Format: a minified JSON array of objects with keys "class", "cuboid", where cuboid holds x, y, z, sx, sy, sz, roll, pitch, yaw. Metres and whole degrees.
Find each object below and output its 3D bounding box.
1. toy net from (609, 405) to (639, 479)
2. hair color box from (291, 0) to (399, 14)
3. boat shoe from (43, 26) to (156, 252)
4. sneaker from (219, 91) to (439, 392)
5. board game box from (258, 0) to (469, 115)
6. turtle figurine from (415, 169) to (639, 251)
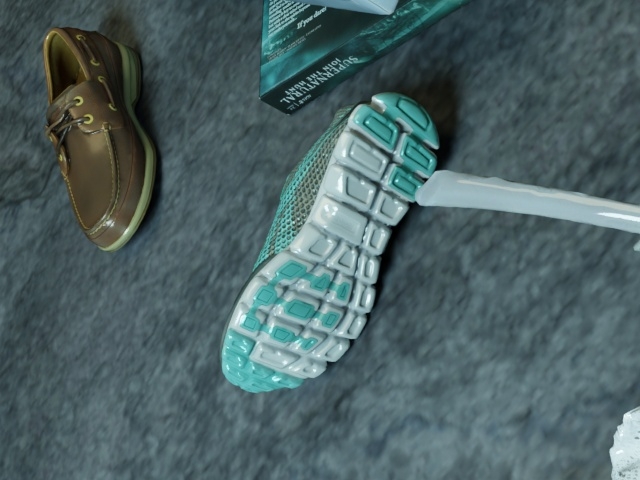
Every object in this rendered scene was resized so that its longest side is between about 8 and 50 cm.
[{"class":"toy net","cuboid":[0.148,0.149,0.471,0.045,0.232,0.122,-33,0,-31]},{"class":"hair color box","cuboid":[-0.032,-0.237,0.936,0.185,0.113,0.374,-62,22,0]},{"class":"boat shoe","cuboid":[-0.147,-0.067,1.079,0.064,0.060,0.178,-41,41,28]},{"class":"sneaker","cuboid":[0.000,0.000,0.870,0.166,0.065,0.076,-58,19,1]},{"class":"board game box","cuboid":[0.038,-0.162,0.941,0.186,0.026,0.126,-28,48,39]},{"class":"turtle figurine","cuboid":[0.193,-0.014,0.512,0.266,0.198,0.275,-41,44,21]}]
